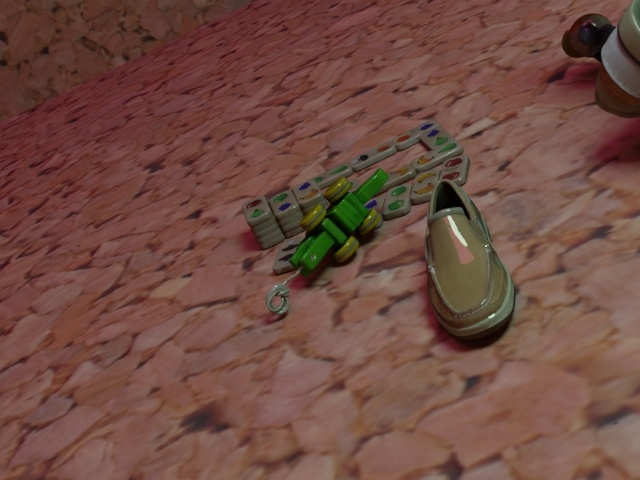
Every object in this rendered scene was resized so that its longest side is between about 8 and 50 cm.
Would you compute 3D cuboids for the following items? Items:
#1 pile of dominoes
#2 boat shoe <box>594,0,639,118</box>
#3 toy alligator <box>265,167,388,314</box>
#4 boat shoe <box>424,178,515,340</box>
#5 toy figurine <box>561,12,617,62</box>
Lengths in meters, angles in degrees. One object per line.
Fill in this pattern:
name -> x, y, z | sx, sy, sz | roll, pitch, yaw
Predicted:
pile of dominoes -> 0.037, -0.066, 0.995 | 0.251, 0.040, 0.196 | -27, 24, -1
boat shoe -> 0.373, -0.194, 0.831 | 0.302, 0.113, 0.103 | -17, -24, -23
toy alligator -> 0.000, 0.000, 0.885 | 0.190, 0.056, 0.051 | -50, 12, -22
boat shoe -> 0.110, 0.007, 0.739 | 0.068, 0.072, 0.190 | -22, 25, 9
toy figurine -> 0.345, -0.292, 0.942 | 0.209, 0.213, 0.148 | -32, 37, -2
